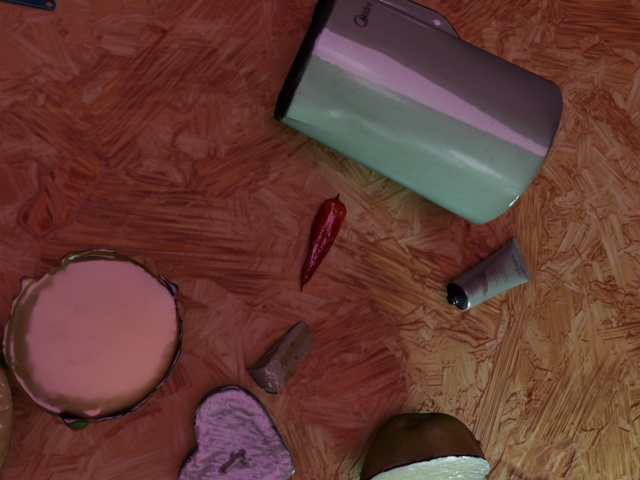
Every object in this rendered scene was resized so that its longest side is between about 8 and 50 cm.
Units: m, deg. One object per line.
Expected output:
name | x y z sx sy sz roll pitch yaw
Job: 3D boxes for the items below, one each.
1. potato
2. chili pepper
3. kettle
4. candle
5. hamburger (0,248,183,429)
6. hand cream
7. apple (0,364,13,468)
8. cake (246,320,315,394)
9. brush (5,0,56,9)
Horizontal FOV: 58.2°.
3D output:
potato | 0.152 0.331 0.910 0.203 0.182 0.117 -11 50 0
chili pepper | 0.000 0.000 0.940 0.045 0.027 0.178 27 80 -14
kettle | 0.150 -0.255 0.919 0.377 0.250 0.360 23 58 -11
candle | -0.120 0.316 0.855 0.169 0.068 0.192 18 82 -11
hamburger | -0.306 0.132 0.775 0.237 0.149 0.236 5 76 -22
hand cream | 0.296 0.068 1.015 0.186 0.054 0.087 -25 97 -24
apple | -0.524 0.215 0.647 0.309 0.252 0.314 39 96 -22
cake | -0.050 0.180 0.896 0.121 0.065 0.052 -41 100 -23
brush | -0.474 -0.361 0.837 0.164 0.014 0.051 6 85 -17
